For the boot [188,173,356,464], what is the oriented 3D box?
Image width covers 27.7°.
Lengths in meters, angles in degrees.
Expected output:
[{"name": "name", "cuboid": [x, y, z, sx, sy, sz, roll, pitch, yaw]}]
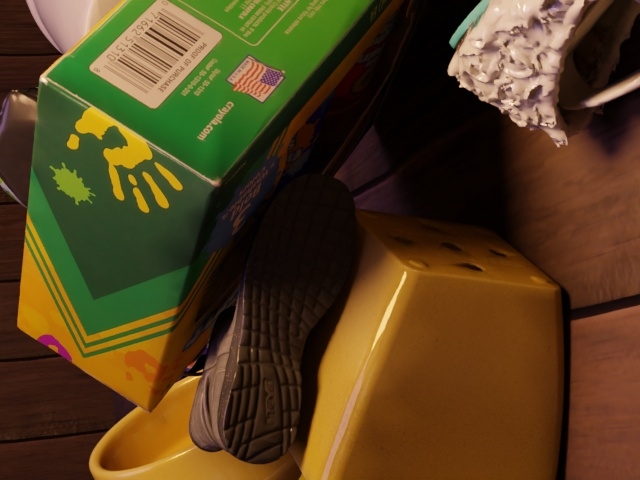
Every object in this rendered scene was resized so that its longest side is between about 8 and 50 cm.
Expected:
[{"name": "boot", "cuboid": [-0.056, 0.063, 1.090, 0.161, 0.083, 0.246, -1, 72, 70]}]

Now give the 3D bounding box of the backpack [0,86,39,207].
[{"name": "backpack", "cuboid": [-0.298, -0.104, 1.829, 0.273, 0.290, 0.355, -58, 7, 22]}]

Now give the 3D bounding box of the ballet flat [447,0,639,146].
[{"name": "ballet flat", "cuboid": [0.208, -0.184, 0.814, 0.409, 0.147, 0.147, 121, 141, -65]}]

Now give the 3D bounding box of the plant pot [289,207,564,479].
[{"name": "plant pot", "cuboid": [0.085, 0.089, 1.092, 0.212, 0.212, 0.187, -132, 53, -62]}]

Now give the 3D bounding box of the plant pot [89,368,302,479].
[{"name": "plant pot", "cuboid": [-0.096, 0.289, 1.467, 0.239, 0.254, 0.254, 64, 166, -13]}]

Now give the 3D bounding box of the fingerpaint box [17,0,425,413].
[{"name": "fingerpaint box", "cuboid": [-0.066, -0.119, 1.167, 0.445, 0.163, 0.371, -53, -7, -36]}]

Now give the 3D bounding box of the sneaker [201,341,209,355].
[{"name": "sneaker", "cuboid": [-0.201, 0.104, 2.104, 0.124, 0.107, 0.283, 96, 161, -43]}]

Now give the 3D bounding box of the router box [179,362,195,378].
[{"name": "router box", "cuboid": [-0.167, 0.058, 1.761, 0.301, 0.082, 0.335, -60, 7, -22]}]

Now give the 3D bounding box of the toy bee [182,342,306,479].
[{"name": "toy bee", "cuboid": [-0.009, 0.178, 1.280, 0.162, 0.298, 0.195, 14, 97, 56]}]

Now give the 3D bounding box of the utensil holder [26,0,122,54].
[{"name": "utensil holder", "cuboid": [-0.182, -0.306, 1.622, 0.385, 0.328, 0.327, -132, 42, -59]}]

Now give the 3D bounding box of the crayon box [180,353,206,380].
[{"name": "crayon box", "cuboid": [-0.099, 0.367, 1.777, 0.313, 0.106, 0.362, -146, 48, -70]}]
